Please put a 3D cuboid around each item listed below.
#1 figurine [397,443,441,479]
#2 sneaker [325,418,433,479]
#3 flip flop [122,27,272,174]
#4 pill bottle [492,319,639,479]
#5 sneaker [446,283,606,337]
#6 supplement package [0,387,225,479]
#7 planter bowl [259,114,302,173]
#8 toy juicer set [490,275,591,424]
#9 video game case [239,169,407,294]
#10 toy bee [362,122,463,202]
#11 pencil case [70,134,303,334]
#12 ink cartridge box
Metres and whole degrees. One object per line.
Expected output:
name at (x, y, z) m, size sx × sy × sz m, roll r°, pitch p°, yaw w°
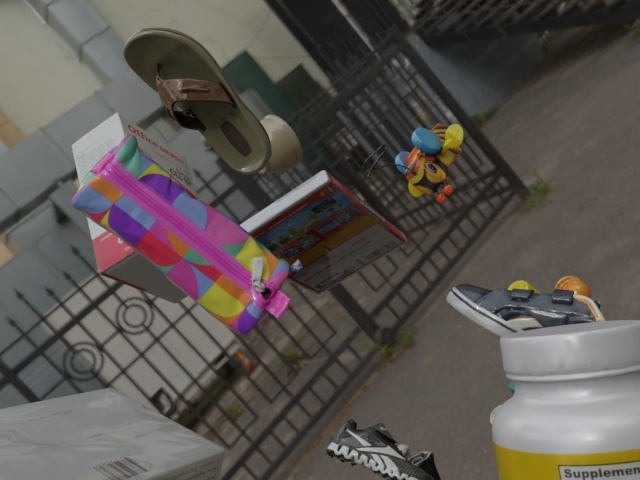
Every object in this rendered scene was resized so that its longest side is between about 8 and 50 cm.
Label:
figurine at (0.266, 0.678, 1.785) m, size 0.092 × 0.209 × 0.215 m, roll -24°, pitch 1°, yaw -22°
sneaker at (0.132, 0.440, 1.373) m, size 0.106 × 0.234 × 0.078 m, roll -64°, pitch -27°, yaw -21°
flip flop at (-0.186, -0.205, 0.998) m, size 0.112 × 0.277 × 0.080 m, roll -31°, pitch 19°, yaw 30°
pill bottle at (0.274, 0.253, 0.645) m, size 0.188 × 0.334 × 0.188 m, roll -7°, pitch -7°, yaw -1°
sneaker at (0.369, 0.128, 1.062) m, size 0.127 × 0.321 × 0.126 m, roll -64°, pitch -20°, yaw 6°
supplement package at (-0.271, 0.278, 0.699) m, size 0.262 × 0.204 × 0.145 m, roll 3°, pitch -78°, yaw -59°
planter bowl at (-0.143, -0.251, 1.817) m, size 0.109 × 0.162 × 0.162 m, roll -39°, pitch 6°, yaw -26°
toy juicer set at (0.459, 0.215, 1.292) m, size 0.209 × 0.089 × 0.329 m, roll -18°, pitch 41°, yaw 42°
video game case at (0.000, 0.000, 1.098) m, size 0.204 × 0.025 × 0.285 m, roll -32°, pitch -33°, yaw 18°
toy bee at (0.236, -0.154, 1.453) m, size 0.298 × 0.162 × 0.195 m, roll -37°, pitch -14°, yaw -26°
pencil case at (-0.135, -0.002, 0.674) m, size 0.104 × 0.236 × 0.104 m, roll -50°, pitch 9°, yaw 11°
ink cartridge box at (-0.418, -0.076, 1.585) m, size 0.160 × 0.385 × 0.279 m, roll -31°, pitch -29°, yaw 14°
